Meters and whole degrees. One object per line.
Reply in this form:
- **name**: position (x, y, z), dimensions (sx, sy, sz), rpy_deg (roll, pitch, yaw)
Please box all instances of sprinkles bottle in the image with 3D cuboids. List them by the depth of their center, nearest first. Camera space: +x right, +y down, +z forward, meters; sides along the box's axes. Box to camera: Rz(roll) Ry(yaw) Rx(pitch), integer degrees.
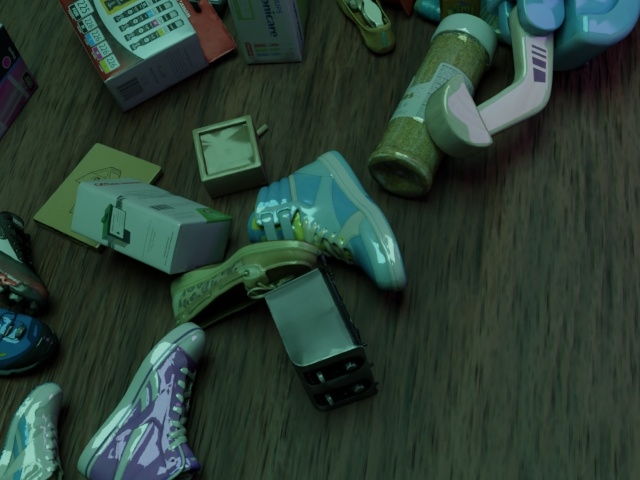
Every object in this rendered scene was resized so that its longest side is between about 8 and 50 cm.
- **sprinkles bottle**: position (0.205, -0.245, 1.648), dimensions (0.121, 0.121, 0.355), rpy_deg (16, 61, 21)

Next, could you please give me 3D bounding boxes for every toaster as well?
- **toaster**: position (0.000, 0.144, 1.391), dimensions (0.110, 0.168, 0.185), rpy_deg (-23, 55, -4)

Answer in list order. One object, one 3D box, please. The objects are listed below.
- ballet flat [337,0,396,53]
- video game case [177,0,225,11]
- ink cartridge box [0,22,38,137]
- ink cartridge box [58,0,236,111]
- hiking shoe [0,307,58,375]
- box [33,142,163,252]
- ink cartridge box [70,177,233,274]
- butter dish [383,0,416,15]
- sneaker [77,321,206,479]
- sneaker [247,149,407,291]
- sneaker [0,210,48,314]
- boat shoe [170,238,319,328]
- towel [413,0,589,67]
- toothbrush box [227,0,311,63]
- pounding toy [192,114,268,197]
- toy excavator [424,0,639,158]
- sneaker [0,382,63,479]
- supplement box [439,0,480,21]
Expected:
- **ballet flat**: position (0.092, -0.471, 1.857), dimensions (0.080, 0.073, 0.232), rpy_deg (-24, 54, -7)
- **video game case**: position (-0.276, -0.602, 2.023), dimensions (0.196, 0.026, 0.274), rpy_deg (8, 51, 9)
- **ink cartridge box**: position (-0.696, -0.235, 1.785), dimensions (0.069, 0.175, 0.371), rpy_deg (16, 60, 20)
- **ink cartridge box**: position (-0.361, -0.464, 1.854), dimensions (0.272, 0.130, 0.309), rpy_deg (-30, 70, -6)
- **hiking shoe**: position (-0.586, 0.140, 1.531), dimensions (0.304, 0.132, 0.113), rpy_deg (10, 58, 17)
- **box**: position (-0.415, -0.084, 1.721), dimensions (0.164, 0.021, 0.201), rpy_deg (22, 63, 24)
- **ink cartridge box**: position (-0.287, -0.029, 1.567), dimensions (0.219, 0.160, 0.092), rpy_deg (21, 104, 24)
- **butter dish**: position (0.138, -0.557, 1.870), dimensions (0.118, 0.160, 0.160), rpy_deg (2, 55, 31)
- **sneaker**: position (-0.221, 0.271, 1.398), dimensions (0.161, 0.102, 0.282), rpy_deg (26, 75, 22)
- **sneaker**: position (0.000, 0.000, 1.521), dimensions (0.208, 0.127, 0.319), rpy_deg (-24, 45, -8)
- **sneaker**: position (-0.557, 0.022, 1.627), dimensions (0.276, 0.097, 0.135), rpy_deg (32, 69, 29)
- **boat shoe**: position (-0.120, 0.075, 1.475), dimensions (0.285, 0.104, 0.089), rpy_deg (-23, 59, 32)
- **towel**: position (0.406, -0.486, 1.829), dimensions (0.370, 0.040, 0.271), rpy_deg (26, 65, 23)
- **toothbrush box**: position (-0.095, -0.527, 1.851), dimensions (0.122, 0.206, 0.283), rpy_deg (-1, 56, 10)
- **pounding toy**: position (-0.155, -0.162, 1.690), dimensions (0.130, 0.100, 0.141), rpy_deg (-14, 65, 2)
- **toy excavator**: position (0.390, -0.360, 1.589), dimensions (0.433, 0.222, 0.445), rpy_deg (1, 78, -17)
- **sneaker**: position (-0.433, 0.330, 1.407), dimensions (0.092, 0.087, 0.228), rpy_deg (11, 66, 10)
- **supplement box**: position (0.269, -0.527, 1.809), dimensions (0.080, 0.078, 0.233), rpy_deg (0, 58, 6)
